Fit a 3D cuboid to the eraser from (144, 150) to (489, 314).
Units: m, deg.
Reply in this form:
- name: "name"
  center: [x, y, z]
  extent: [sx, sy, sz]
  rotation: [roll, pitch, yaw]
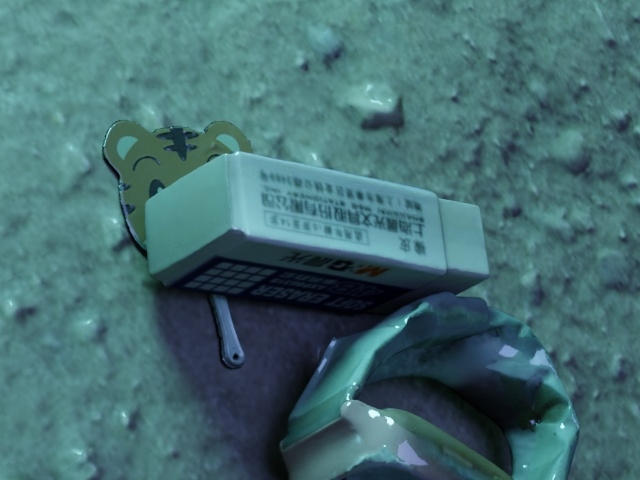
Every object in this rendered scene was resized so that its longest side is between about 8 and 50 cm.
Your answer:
- name: "eraser"
  center: [0.000, 0.000, 1.463]
  extent: [0.279, 0.124, 0.081]
  rotation: [10, 64, -38]

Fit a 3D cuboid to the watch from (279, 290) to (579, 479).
- name: "watch"
  center: [0.107, 0.153, 1.476]
  extent: [0.253, 0.162, 0.241]
  rotation: [36, 48, -23]

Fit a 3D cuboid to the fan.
- name: "fan"
  center: [-0.101, 0.000, 1.474]
  extent: [0.152, 0.008, 0.226]
  rotation: [-5, 73, -37]
